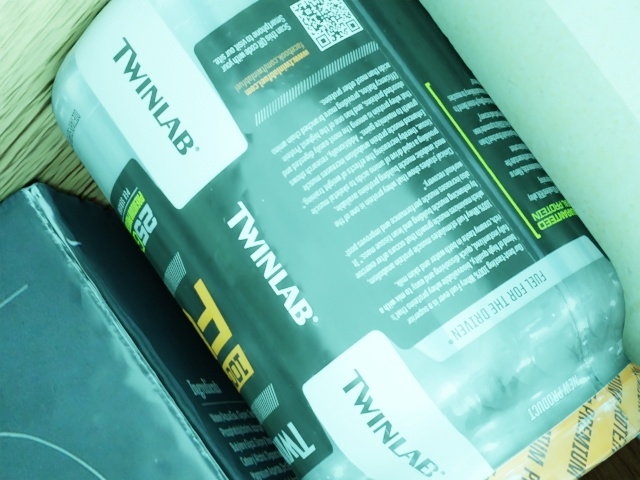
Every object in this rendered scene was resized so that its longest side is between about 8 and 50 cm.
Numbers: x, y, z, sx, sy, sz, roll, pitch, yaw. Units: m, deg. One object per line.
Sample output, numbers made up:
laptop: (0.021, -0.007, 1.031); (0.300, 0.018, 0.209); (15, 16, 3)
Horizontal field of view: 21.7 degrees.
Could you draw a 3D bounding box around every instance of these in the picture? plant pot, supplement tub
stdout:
plant pot: (0.209, -0.107, 0.951); (0.334, 0.305, 0.334); (-41, 176, -3)
supplement tub: (0.021, 0.000, 0.852); (0.194, 0.316, 0.193); (-34, 170, -7)

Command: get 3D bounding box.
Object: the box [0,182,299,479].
box: (-0.204, 0.300, 1.080); (0.480, 0.471, 0.297); (-36, 172, 4)
